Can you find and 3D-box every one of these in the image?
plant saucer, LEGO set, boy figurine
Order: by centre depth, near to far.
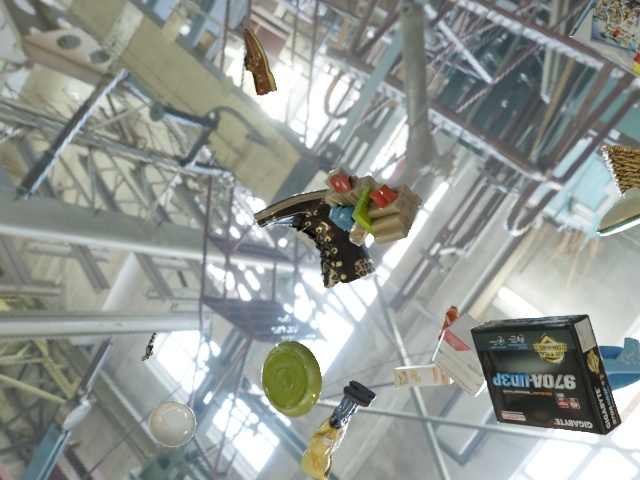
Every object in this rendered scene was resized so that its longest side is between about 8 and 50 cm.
[{"bbox_3d":[-0.356,0.228,1.333,0.023,0.054,0.083,26,-142,-9],"label":"LEGO set"},{"bbox_3d":[0.034,0.509,1.656,0.092,0.285,0.177,30,-170,14],"label":"boy figurine"},{"bbox_3d":[-0.103,0.438,2.004,0.241,0.241,0.037,41,-163,32],"label":"plant saucer"}]

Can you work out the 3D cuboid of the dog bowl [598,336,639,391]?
[{"bbox_3d":[0.557,0.270,1.338,0.297,0.166,0.074,5,-125,-24],"label":"dog bowl"}]

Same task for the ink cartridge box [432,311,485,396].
[{"bbox_3d":[0.406,0.314,1.726,0.158,0.092,0.218,41,155,22],"label":"ink cartridge box"}]

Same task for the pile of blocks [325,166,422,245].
[{"bbox_3d":[0.074,-0.086,1.431,0.112,0.149,0.362,42,171,-27],"label":"pile of blocks"}]

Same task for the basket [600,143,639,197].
[{"bbox_3d":[0.967,-0.215,1.856,0.299,0.213,0.223,-15,-95,-66],"label":"basket"}]

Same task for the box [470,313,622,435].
[{"bbox_3d":[0.357,0.214,1.028,0.051,0.175,0.220,-16,180,-30],"label":"box"}]

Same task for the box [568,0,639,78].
[{"bbox_3d":[0.724,-0.490,1.470,0.233,0.159,0.044,29,-162,-5],"label":"box"}]

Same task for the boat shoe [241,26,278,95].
[{"bbox_3d":[-0.164,-0.446,1.596,0.064,0.060,0.178,55,169,55],"label":"boat shoe"}]

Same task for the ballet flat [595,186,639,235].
[{"bbox_3d":[0.653,-0.076,1.259,0.248,0.086,0.086,-14,-157,-4],"label":"ballet flat"}]

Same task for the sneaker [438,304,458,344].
[{"bbox_3d":[0.478,0.322,2.331,0.064,0.175,0.067,20,-156,18],"label":"sneaker"}]

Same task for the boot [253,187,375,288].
[{"bbox_3d":[0.000,0.000,1.857,0.377,0.284,0.138,-14,179,-40],"label":"boot"}]

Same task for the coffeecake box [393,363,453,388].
[{"bbox_3d":[0.355,0.461,2.167,0.185,0.068,0.142,-8,170,16],"label":"coffeecake box"}]

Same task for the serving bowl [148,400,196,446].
[{"bbox_3d":[-0.259,0.321,1.120,0.083,0.083,0.027,31,-172,-3],"label":"serving bowl"}]
